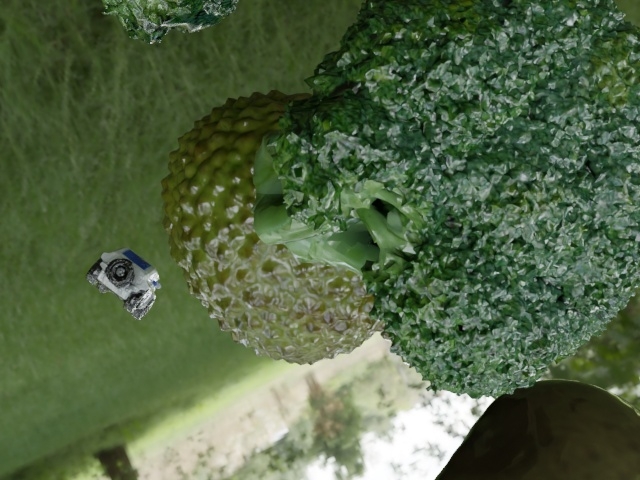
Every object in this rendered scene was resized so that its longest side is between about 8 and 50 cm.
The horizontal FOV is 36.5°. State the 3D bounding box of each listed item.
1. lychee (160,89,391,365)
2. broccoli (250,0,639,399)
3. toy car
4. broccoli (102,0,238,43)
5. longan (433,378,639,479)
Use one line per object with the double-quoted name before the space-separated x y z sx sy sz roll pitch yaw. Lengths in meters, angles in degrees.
"lychee" -0.010 -0.006 0.982 0.270 0.320 0.270 -51 179 -1
"broccoli" 0.081 -0.046 0.551 0.242 0.269 0.261 -18 140 31
"toy car" -0.266 0.054 1.336 0.070 0.080 0.170 -52 177 -12
"broccoli" -0.158 -0.314 0.872 0.245 0.265 0.294 10 130 -19
"longan" 0.198 0.234 0.801 0.215 0.246 0.246 -28 173 36
